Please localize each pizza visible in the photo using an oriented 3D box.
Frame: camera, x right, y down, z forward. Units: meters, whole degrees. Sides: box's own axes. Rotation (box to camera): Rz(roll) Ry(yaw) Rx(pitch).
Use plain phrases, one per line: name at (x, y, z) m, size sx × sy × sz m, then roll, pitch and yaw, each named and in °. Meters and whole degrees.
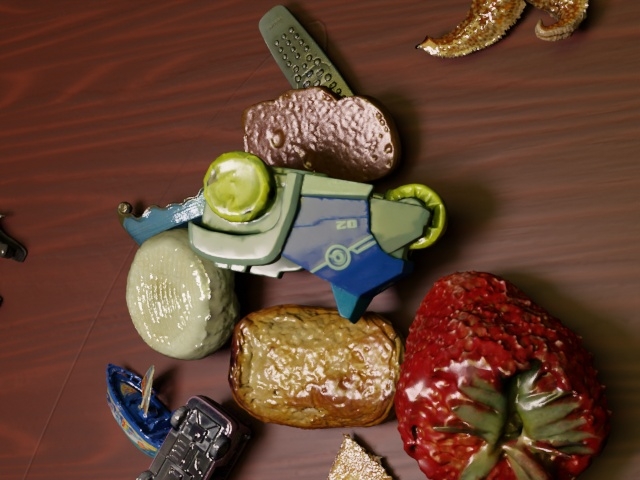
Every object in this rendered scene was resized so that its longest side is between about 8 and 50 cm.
pizza at (0.061, 0.328, 1.631) m, size 0.099 × 0.029 × 0.100 m, roll 16°, pitch 92°, yaw 17°

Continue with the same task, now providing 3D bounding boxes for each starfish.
starfish at (0.248, -0.401, 1.603) m, size 0.303 × 0.113 × 0.311 m, roll 9°, pitch 90°, yaw 25°

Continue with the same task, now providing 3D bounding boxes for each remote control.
remote control at (-0.018, -0.257, 1.737) m, size 0.072 × 0.042 × 0.222 m, roll -39°, pitch 70°, yaw 17°

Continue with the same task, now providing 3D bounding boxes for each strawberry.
strawberry at (0.224, 0.186, 1.484) m, size 0.261 × 0.257 × 0.261 m, roll 0°, pitch 112°, yaw 1°

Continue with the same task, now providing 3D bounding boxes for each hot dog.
hot dog at (0.008, 0.177, 1.630) m, size 0.259 × 0.114 × 0.175 m, roll 3°, pitch 79°, yaw 16°

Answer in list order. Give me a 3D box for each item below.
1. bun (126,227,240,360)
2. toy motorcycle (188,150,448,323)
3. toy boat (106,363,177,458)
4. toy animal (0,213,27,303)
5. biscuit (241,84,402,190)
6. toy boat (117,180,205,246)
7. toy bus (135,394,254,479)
bun at (-0.192, 0.079, 1.725) m, size 0.195 × 0.118 × 0.195 m, roll 3°, pitch 95°, yaw 36°
toy motorcycle at (0.000, 0.000, 1.577) m, size 0.327 × 0.191 × 0.199 m, roll 12°, pitch 89°, yaw 17°
toy boat at (-0.263, 0.232, 1.755) m, size 0.175 × 0.091 × 0.110 m, roll 41°, pitch 119°, yaw 29°
toy animal at (-0.594, 0.062, 1.929) m, size 0.146 × 0.114 × 0.245 m, roll 28°, pitch 73°, yaw 19°
biscuit at (-0.015, -0.117, 1.701) m, size 0.290 × 0.041 × 0.208 m, roll -14°, pitch 93°, yaw 28°
toy boat at (-0.228, -0.049, 1.785) m, size 0.186 × 0.075 × 0.077 m, roll -21°, pitch 77°, yaw 25°
toy bus at (-0.182, 0.326, 1.696) m, size 0.096 × 0.108 × 0.198 m, roll 33°, pitch 98°, yaw 25°
